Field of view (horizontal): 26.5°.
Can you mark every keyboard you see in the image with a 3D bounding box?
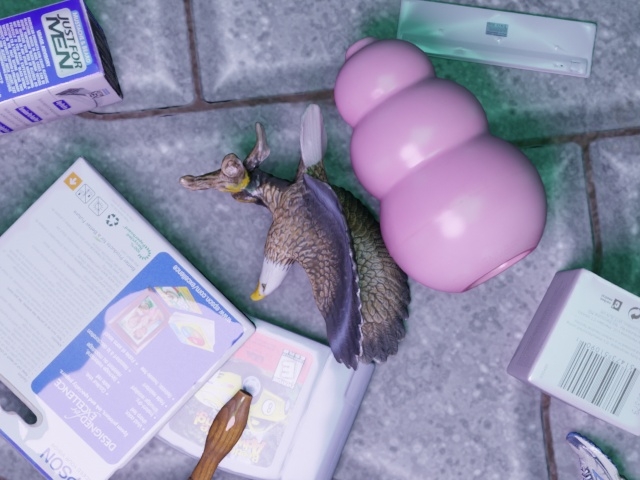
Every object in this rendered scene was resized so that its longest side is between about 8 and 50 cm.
[{"bbox_3d":[0.228,-0.264,1.764,0.256,0.014,0.072,8,82,-1],"label":"keyboard"}]

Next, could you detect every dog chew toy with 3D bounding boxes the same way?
[{"bbox_3d":[0.132,-0.104,1.668,0.207,0.206,0.331,-30,80,-2],"label":"dog chew toy"}]

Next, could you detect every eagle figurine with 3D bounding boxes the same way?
[{"bbox_3d":[-0.004,0.008,1.651,0.298,0.225,0.226,39,52,15],"label":"eagle figurine"}]

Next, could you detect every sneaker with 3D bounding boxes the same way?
[{"bbox_3d":[0.352,0.303,1.722,0.058,0.052,0.135,-41,88,2],"label":"sneaker"}]

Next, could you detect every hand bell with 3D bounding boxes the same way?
[{"bbox_3d":[-0.145,0.289,1.655,0.126,0.126,0.242,29,96,0],"label":"hand bell"}]

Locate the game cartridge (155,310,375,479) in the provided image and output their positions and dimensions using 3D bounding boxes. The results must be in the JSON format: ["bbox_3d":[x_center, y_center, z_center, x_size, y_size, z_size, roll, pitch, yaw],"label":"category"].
[{"bbox_3d":[-0.100,0.192,1.717,0.294,0.060,0.196,21,91,0],"label":"game cartridge"}]

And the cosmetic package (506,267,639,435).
[{"bbox_3d":[0.337,0.133,1.661,0.151,0.183,0.151,27,88,0],"label":"cosmetic package"}]

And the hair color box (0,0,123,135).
[{"bbox_3d":[-0.425,-0.185,1.658,0.339,0.185,0.110,-15,87,-2],"label":"hair color box"}]

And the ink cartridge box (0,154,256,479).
[{"bbox_3d":[-0.290,0.111,1.657,0.303,0.072,0.307,45,89,-2],"label":"ink cartridge box"}]
